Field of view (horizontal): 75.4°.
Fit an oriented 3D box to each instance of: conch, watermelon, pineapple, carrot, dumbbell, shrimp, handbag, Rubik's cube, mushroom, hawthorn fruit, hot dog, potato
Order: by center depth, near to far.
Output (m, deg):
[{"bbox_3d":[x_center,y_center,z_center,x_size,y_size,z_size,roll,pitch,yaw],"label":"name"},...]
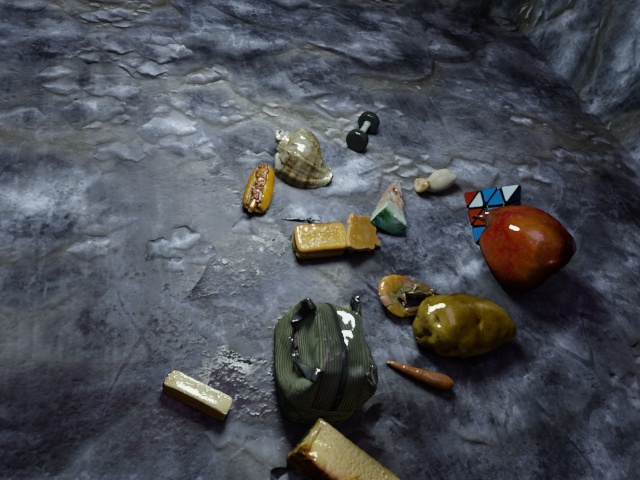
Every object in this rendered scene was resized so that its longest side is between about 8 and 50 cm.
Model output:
[{"bbox_3d":[0.012,0.313,1.146,0.247,0.240,0.340,5,53,-18],"label":"handbag"},{"bbox_3d":[0.306,0.414,1.284,0.216,0.048,0.048,19,52,3],"label":"carrot"},{"bbox_3d":[0.481,0.277,1.363,0.369,0.176,0.195,3,32,-19],"label":"potato"},{"bbox_3d":[0.242,0.223,1.414,0.045,0.019,0.083,29,52,-3],"label":"pineapple"},{"bbox_3d":[0.309,0.189,1.421,0.249,0.068,0.150,2,67,-19],"label":"shrimp"},{"bbox_3d":[-0.223,-0.196,1.537,0.102,0.076,0.249,17,52,-8],"label":"hot dog"},{"bbox_3d":[0.750,0.020,1.541,0.308,0.308,0.324,-3,54,-19],"label":"hawthorn fruit"},{"bbox_3d":[-0.073,-0.339,1.630,0.291,0.159,0.210,34,52,6],"label":"conch"},{"bbox_3d":[0.292,-0.142,1.641,0.154,0.094,0.241,31,45,-20],"label":"watermelon"},{"bbox_3d":[0.676,-0.122,1.763,0.250,0.284,0.234,-42,49,-1],"label":"Rubik's cube"},{"bbox_3d":[0.497,-0.256,1.784,0.213,0.088,0.097,-19,53,-20],"label":"mushroom"},{"bbox_3d":[0.190,-0.488,1.851,0.100,0.100,0.191,27,52,4],"label":"dumbbell"}]

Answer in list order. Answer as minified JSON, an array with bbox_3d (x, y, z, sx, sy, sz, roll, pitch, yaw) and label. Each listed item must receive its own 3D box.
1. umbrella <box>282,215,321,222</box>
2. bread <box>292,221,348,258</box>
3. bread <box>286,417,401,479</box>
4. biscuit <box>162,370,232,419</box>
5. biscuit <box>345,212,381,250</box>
[{"bbox_3d":[-0.067,-0.076,1.536,0.149,0.022,0.022,-4,80,-11],"label":"umbrella"},{"bbox_3d":[0.000,0.000,1.463,0.200,0.077,0.116,-5,56,-22],"label":"bread"},{"bbox_3d":[0.058,0.575,1.008,0.275,0.184,0.114,37,50,9],"label":"bread"},{"bbox_3d":[-0.324,0.406,1.097,0.188,0.052,0.056,26,36,3],"label":"biscuit"},{"bbox_3d":[0.149,-0.025,1.514,0.162,0.035,0.250,50,34,1],"label":"biscuit"}]
